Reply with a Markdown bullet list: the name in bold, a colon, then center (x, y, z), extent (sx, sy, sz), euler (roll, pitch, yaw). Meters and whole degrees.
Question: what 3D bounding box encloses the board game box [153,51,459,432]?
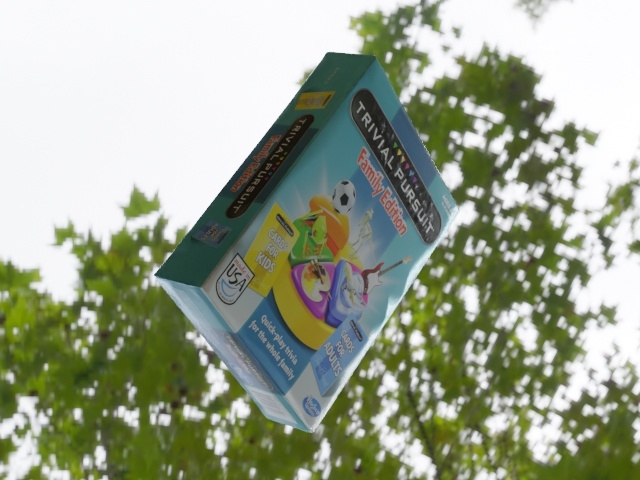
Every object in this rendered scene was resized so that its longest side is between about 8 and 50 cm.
- **board game box**: center (0.000, 0.000, 1.424), extent (0.079, 0.254, 0.336), euler (12, -123, 42)
